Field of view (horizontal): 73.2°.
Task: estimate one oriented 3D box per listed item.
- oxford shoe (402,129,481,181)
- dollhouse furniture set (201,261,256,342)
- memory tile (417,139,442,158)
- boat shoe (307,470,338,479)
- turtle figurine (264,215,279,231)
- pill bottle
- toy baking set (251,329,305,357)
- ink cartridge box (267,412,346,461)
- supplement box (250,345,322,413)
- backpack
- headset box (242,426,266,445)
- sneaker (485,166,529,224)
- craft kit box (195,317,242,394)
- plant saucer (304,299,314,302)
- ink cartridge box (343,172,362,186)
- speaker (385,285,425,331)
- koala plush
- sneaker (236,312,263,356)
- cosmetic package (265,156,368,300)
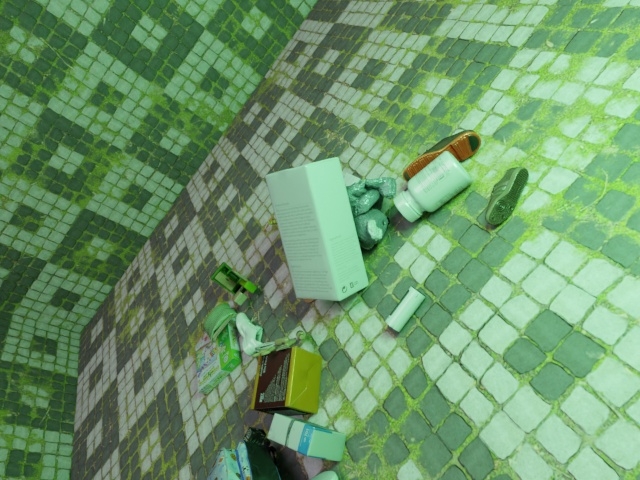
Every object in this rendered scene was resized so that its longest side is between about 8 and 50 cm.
[{"bbox_3d":[0.402,-0.281,1.455,0.272,0.096,0.098,-27,24,19],"label":"oxford shoe"},{"bbox_3d":[-0.453,0.268,1.918,0.301,0.151,0.198,-52,22,-11],"label":"dollhouse furniture set"},{"bbox_3d":[0.391,-0.287,1.534,0.113,0.012,0.147,-12,55,45],"label":"memory tile"},{"bbox_3d":[-0.019,0.725,1.228,0.219,0.078,0.070,-41,80,30],"label":"boat shoe"},{"bbox_3d":[-0.144,-0.123,1.974,0.270,0.087,0.217,-17,45,53],"label":"turtle figurine"},{"bbox_3d":[0.354,-0.167,1.387,0.229,0.131,0.131,-40,40,23],"label":"pill bottle"},{"bbox_3d":[-0.148,0.364,1.545,0.197,0.256,0.030,-18,85,-3],"label":"toy baking set"},{"bbox_3d":[-0.043,0.588,1.290,0.191,0.140,0.082,-5,62,48],"label":"ink cartridge box"},{"bbox_3d":[-0.114,0.481,1.461,0.194,0.129,0.191,-23,49,38],"label":"supplement box"},{"bbox_3d":[-0.239,0.772,1.290,0.276,0.213,0.263,-155,81,-75],"label":"backpack"},{"bbox_3d":[-0.238,0.699,1.502,0.032,0.062,0.083,23,82,54],"label":"headset box"},{"bbox_3d":[0.522,-0.126,1.236,0.188,0.066,0.071,-54,19,-4],"label":"sneaker"},{"bbox_3d":[-0.458,0.504,1.911,0.250,0.061,0.246,-45,41,17],"label":"craft kit box"},{"bbox_3d":[-0.038,0.202,1.674,0.084,0.013,0.083,-30,44,34],"label":"plant saucer"},{"bbox_3d":[0.126,-0.239,1.793,0.062,0.029,0.115,-56,35,3],"label":"ink cartridge box"},{"bbox_3d":[0.255,0.207,1.296,0.136,0.055,0.055,-55,36,5],"label":"speaker"},{"bbox_3d":[0.162,-0.085,1.510,0.196,0.204,0.221,132,130,-74],"label":"koala plush"},{"bbox_3d":[-0.287,0.375,1.800,0.094,0.080,0.212,-37,47,9],"label":"sneaker"},{"bbox_3d":[-0.013,-0.034,1.483,0.230,0.162,0.452,-4,104,48],"label":"cosmetic package"}]
